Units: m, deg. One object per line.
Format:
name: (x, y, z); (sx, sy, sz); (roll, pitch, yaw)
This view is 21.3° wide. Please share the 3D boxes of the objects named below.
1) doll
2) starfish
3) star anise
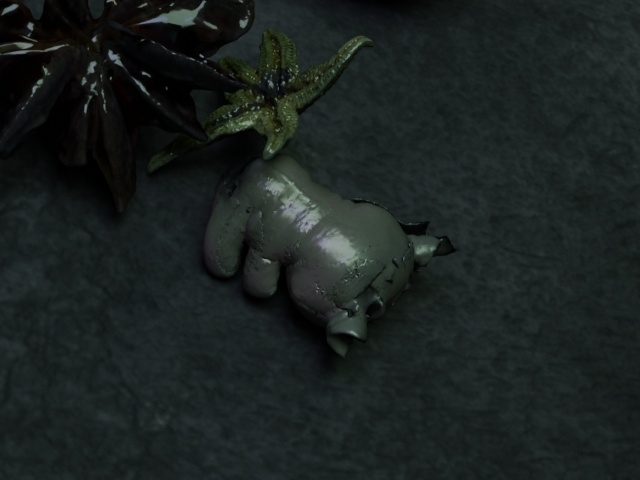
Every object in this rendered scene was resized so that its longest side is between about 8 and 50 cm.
doll: (0.000, 0.000, 1.383); (0.192, 0.095, 0.149); (34, 50, 6)
starfish: (-0.052, -0.113, 1.408); (0.217, 0.050, 0.223); (-24, 26, 6)
star anise: (-0.186, -0.137, 1.377); (0.283, 0.129, 0.212); (-14, 52, -19)
